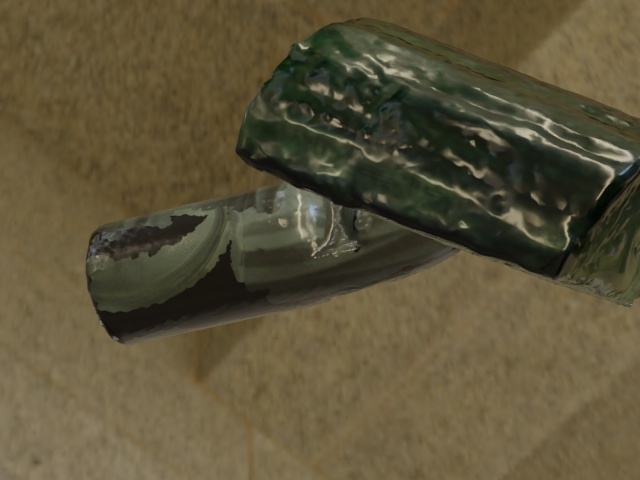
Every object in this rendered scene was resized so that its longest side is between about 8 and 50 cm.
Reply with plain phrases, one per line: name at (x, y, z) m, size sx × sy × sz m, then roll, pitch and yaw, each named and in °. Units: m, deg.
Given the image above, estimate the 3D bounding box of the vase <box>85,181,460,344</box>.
vase at (0.000, 0.000, 0.847) m, size 0.211 × 0.060 × 0.060 m, roll -12°, pitch -63°, yaw 13°

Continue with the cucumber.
cucumber at (0.052, -0.024, 0.584) m, size 0.115 × 0.116 × 0.062 m, roll 25°, pitch -86°, yaw 23°
